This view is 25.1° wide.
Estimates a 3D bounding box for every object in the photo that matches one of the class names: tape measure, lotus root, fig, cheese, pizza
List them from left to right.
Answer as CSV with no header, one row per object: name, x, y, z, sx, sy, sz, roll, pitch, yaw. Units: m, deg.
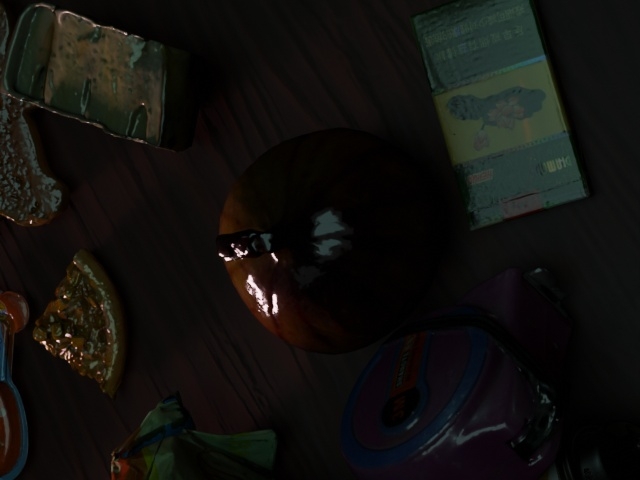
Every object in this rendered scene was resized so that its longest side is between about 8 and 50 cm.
cheese,-0.394,0.180,1.733,0.106,0.037,0.256,6,97,20
pizza,-0.285,0.098,1.681,0.131,0.041,0.178,1,94,23
lotus root,-0.227,-0.177,1.589,0.235,0.138,0.119,20,96,20
fig,0.010,0.001,1.476,0.235,0.214,0.235,0,88,-2
tape measure,0.144,0.168,1.416,0.245,0.231,0.149,-30,121,33

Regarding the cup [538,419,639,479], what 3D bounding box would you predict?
cup,0.244,0.318,1.414,0.196,0.196,0.279,49,116,12

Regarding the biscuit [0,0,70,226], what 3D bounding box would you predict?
biscuit,-0.390,-0.153,1.702,0.197,0.049,0.301,-11,91,13

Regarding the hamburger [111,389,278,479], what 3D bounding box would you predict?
hamburger,-0.096,0.305,1.521,0.150,0.260,0.276,-31,104,14

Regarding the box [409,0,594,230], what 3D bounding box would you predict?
box,0.185,-0.139,1.479,0.132,0.034,0.235,-17,87,22
